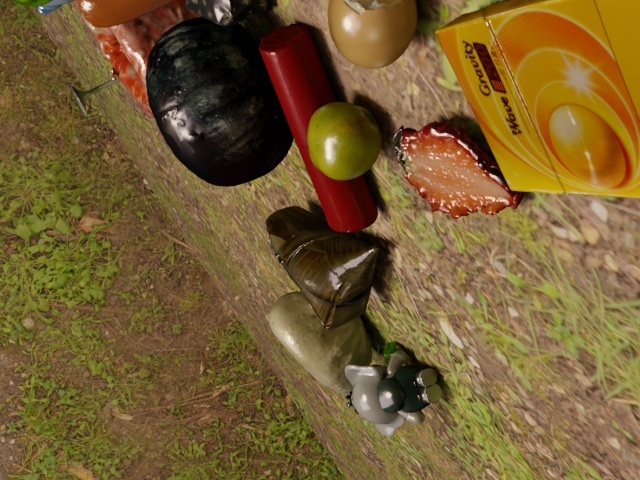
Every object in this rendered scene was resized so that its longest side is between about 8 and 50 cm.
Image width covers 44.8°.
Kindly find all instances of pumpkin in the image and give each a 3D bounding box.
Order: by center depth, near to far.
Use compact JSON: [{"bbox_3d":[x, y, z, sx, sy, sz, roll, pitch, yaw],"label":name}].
[{"bbox_3d":[-0.130,-0.182,1.028,0.233,0.163,0.233,58,-171,-15],"label":"pumpkin"}]

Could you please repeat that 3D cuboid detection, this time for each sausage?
[{"bbox_3d":[-0.226,-0.342,1.019,0.076,0.198,0.076,-22,-90,-79],"label":"sausage"}]

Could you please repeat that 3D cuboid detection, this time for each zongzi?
[{"bbox_3d":[0.000,0.000,1.197,0.221,0.112,0.242,51,156,21],"label":"zongzi"}]

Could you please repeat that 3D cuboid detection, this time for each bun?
[{"bbox_3d":[0.013,0.170,1.451,0.231,0.133,0.231,43,-172,-7],"label":"bun"}]

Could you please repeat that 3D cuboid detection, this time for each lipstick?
[{"bbox_3d":[0.002,-0.131,0.976,0.073,0.073,0.279,36,155,51],"label":"lipstick"}]

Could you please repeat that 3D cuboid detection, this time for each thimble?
[{"bbox_3d":[-0.251,-0.315,1.186,0.239,0.162,0.239,49,164,20],"label":"thimble"}]

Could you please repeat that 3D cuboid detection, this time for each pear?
[{"bbox_3d":[0.032,-0.116,0.898,0.097,0.092,0.092,-9,116,55],"label":"pear"}]

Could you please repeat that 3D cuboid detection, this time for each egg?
[{"bbox_3d":[0.046,-0.193,0.688,0.080,0.080,0.096,49,159,25],"label":"egg"}]

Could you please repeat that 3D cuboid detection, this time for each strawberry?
[{"bbox_3d":[0.133,-0.070,0.751,0.152,0.048,0.103,26,143,35],"label":"strawberry"}]

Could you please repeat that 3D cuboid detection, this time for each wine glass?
[{"bbox_3d":[-0.403,-0.329,1.562,0.079,0.196,0.079,54,166,20],"label":"wine glass"}]

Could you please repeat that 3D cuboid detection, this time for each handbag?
[{"bbox_3d":[-0.118,-0.341,0.935,0.115,0.072,0.139,38,143,44],"label":"handbag"}]

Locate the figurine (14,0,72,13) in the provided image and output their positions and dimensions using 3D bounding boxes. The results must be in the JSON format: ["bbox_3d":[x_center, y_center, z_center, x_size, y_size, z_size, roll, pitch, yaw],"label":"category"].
[{"bbox_3d":[-0.385,-0.409,1.081,0.143,0.162,0.263,19,-159,-23],"label":"figurine"}]

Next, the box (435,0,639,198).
[{"bbox_3d":[0.190,-0.098,0.513,0.152,0.043,0.269,61,164,-18],"label":"box"}]

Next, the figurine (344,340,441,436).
[{"bbox_3d":[0.118,0.256,1.311,0.192,0.126,0.147,-23,90,42],"label":"figurine"}]
